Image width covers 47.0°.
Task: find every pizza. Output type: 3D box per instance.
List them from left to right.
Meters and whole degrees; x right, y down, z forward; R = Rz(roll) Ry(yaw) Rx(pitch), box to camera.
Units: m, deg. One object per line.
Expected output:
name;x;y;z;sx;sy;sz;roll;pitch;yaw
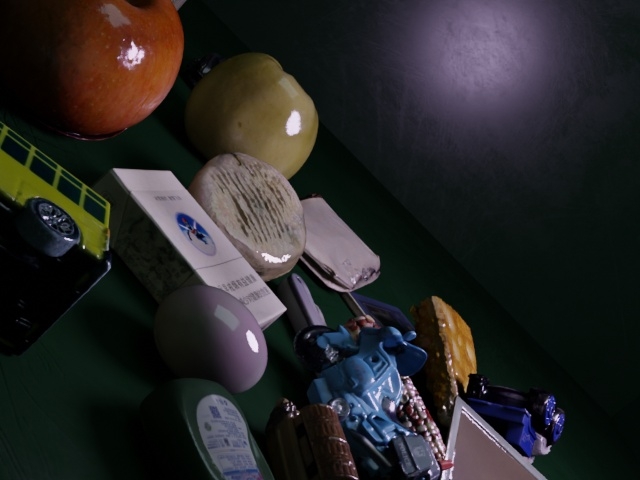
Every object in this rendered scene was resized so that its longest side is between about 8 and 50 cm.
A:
pizza;0.268;0.271;1.499;0.258;0.087;0.268;39;36;-51

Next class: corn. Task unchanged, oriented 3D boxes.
corn;0.105;0.235;1.138;0.092;0.092;0.280;28;24;-54

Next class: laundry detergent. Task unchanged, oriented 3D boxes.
laundry detergent;-0.076;0.226;0.664;0.210;0.063;0.137;54;8;27

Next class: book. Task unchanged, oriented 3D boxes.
book;0.160;0.199;1.556;0.190;0.025;0.269;54;15;28

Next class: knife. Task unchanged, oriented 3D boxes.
knife;-0.003;0.152;1.147;0.073;0.040;0.265;32;20;-40

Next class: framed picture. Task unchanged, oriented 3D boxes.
framed picture;0.289;0.418;1.162;0.293;0.018;0.231;44;38;-13

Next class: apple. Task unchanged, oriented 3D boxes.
apple;-0.312;-0.273;0.999;0.272;0.206;0.251;-12;70;-59
apple;-0.135;-0.237;1.472;0.262;0.262;0.262;44;14;-13

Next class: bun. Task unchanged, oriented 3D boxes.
bun;-0.122;-0.028;1.138;0.210;0.116;0.237;52;36;1

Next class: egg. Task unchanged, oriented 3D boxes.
egg;-0.117;0.107;0.787;0.135;0.103;0.103;46;13;-15

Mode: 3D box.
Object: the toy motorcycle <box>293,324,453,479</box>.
toy motorcycle;0.078;0.220;0.983;0.182;0.123;0.272;-5;52;-23

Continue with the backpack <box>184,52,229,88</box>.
backpack;-0.217;-0.369;1.841;0.258;0.133;0.206;36;25;-18

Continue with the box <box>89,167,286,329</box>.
box;-0.170;0.025;0.939;0.256;0.069;0.164;49;13;7

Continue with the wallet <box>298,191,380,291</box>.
wallet;0.001;-0.003;1.554;0.275;0.068;0.335;43;19;14

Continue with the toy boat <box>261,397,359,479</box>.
toy boat;-0.003;0.249;0.767;0.068;0.088;0.226;40;14;-31

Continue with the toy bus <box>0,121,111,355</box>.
toy bus;-0.306;-0.043;0.587;0.262;0.128;0.150;41;14;-29

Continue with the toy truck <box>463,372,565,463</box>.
toy truck;0.341;0.356;1.349;0.161;0.176;0.213;6;-27;32

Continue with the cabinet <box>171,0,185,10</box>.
cabinet;-0.350;-0.449;1.215;0.227;0.318;0.290;38;15;-34
